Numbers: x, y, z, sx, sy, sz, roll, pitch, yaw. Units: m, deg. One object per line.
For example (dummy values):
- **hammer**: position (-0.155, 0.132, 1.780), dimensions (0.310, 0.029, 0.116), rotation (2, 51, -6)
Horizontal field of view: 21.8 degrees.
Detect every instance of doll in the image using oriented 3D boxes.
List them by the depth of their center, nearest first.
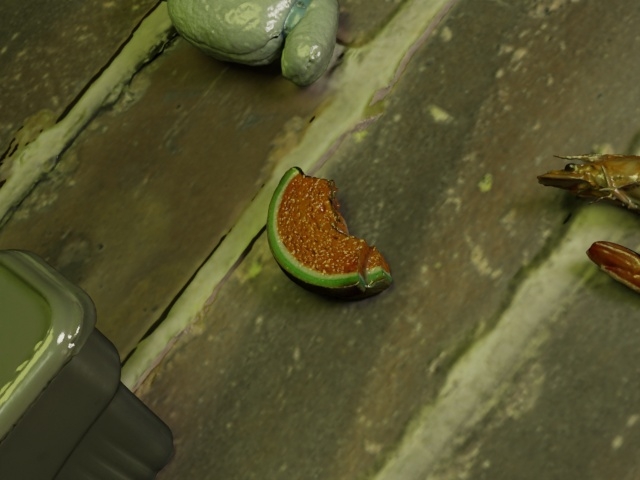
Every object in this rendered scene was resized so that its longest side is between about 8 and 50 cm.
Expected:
- **doll**: position (-0.063, -0.191, 1.340), dimensions (0.214, 0.071, 0.103), rotation (32, 81, 38)

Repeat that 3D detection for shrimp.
- **shrimp**: position (0.209, -0.010, 1.078), dimensions (0.162, 0.045, 0.095), rotation (11, 87, 31)

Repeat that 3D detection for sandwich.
- **sandwich**: position (-0.002, 0.000, 1.202), dimensions (0.067, 0.029, 0.135), rotation (-33, 47, 1)

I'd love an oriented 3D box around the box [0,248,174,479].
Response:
- **box**: position (-0.230, 0.158, 1.136), dimensions (0.274, 0.178, 0.138), rotation (-50, 48, -7)
